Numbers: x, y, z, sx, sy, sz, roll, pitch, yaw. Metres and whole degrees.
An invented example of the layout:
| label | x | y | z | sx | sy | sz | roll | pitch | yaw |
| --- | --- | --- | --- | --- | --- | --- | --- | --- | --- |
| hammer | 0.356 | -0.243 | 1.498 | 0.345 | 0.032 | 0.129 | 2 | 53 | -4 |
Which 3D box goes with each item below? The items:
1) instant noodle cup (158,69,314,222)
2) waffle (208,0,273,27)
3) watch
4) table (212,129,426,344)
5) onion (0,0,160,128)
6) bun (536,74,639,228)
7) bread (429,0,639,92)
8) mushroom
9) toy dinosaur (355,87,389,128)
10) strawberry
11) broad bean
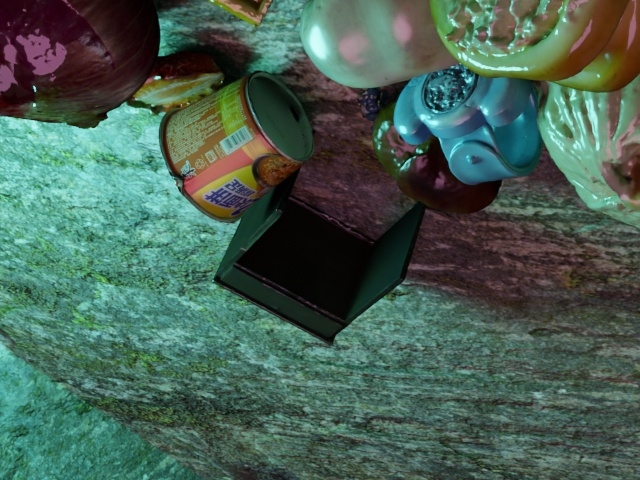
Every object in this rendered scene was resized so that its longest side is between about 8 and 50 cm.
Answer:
| label | x | y | z | sx | sy | sz | roll | pitch | yaw |
| --- | --- | --- | --- | --- | --- | --- | --- | --- | --- |
| instant noodle cup | -0.123 | -0.156 | 1.840 | 0.174 | 0.213 | 0.213 | -29 | 124 | 28 |
| waffle | -0.125 | -0.426 | 1.516 | 0.221 | 0.055 | 0.247 | 28 | 123 | -7 |
| watch | 0.235 | -0.183 | 1.651 | 0.211 | 0.210 | 0.193 | -9 | 150 | 38 |
| table | 0.000 | 0.000 | 2.007 | 0.251 | 0.196 | 0.282 | 30 | 145 | -11 |
| onion | -0.431 | -0.286 | 1.679 | 0.348 | 0.385 | 0.347 | 30 | 153 | 17 |
| bun | 0.452 | -0.140 | 1.527 | 0.349 | 0.227 | 0.352 | 12 | 147 | 10 |
| bread | 0.273 | -0.266 | 1.305 | 0.270 | 0.211 | 0.316 | 9 | -164 | -37 |
| mushroom | 0.094 | -0.324 | 1.515 | 0.260 | 0.234 | 0.254 | -16 | -179 | -8 |
| toy dinosaur | 0.081 | -0.209 | 1.813 | 0.047 | 0.030 | 0.083 | 2 | 141 | 29 |
| strawberry | -0.235 | -0.260 | 1.861 | 0.187 | 0.082 | 0.147 | -13 | 172 | 29 |
| broad bean | 0.179 | -0.129 | 1.791 | 0.228 | 0.122 | 0.156 | 38 | 142 | -29 |
